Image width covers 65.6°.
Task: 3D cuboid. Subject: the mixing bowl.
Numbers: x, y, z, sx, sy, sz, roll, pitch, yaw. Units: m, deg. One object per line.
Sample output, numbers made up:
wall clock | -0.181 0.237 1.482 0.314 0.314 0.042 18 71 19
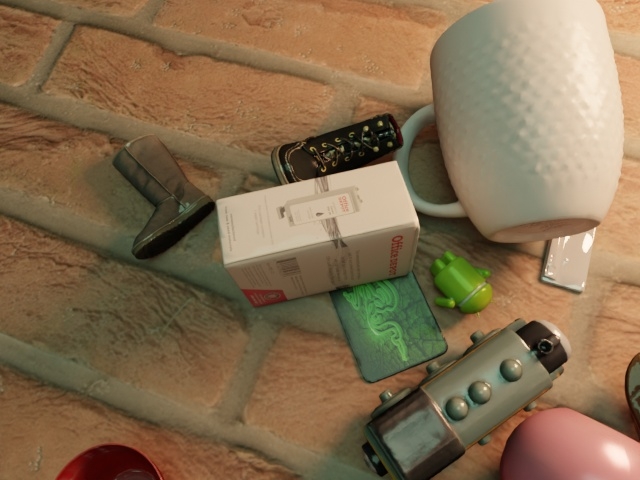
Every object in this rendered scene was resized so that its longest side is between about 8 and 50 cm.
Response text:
mixing bowl | -0.301 0.398 0.742 0.182 0.098 0.181 -1 70 4

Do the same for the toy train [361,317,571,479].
toy train | 0.205 0.229 0.712 0.334 0.190 0.142 -31 71 -6

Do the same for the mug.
mug | 0.293 -0.164 0.829 0.374 0.276 0.328 -12 75 33

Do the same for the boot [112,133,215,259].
boot | -0.326 -0.088 0.932 0.208 0.076 0.190 44 65 10

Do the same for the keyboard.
keyboard | 0.453 -0.036 0.883 0.072 0.014 0.256 18 73 6

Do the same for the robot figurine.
robot figurine | 0.237 0.074 0.831 0.101 0.067 0.115 -35 71 -21

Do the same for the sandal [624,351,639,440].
sandal | 0.514 0.272 0.746 0.090 0.060 0.219 -18 84 5

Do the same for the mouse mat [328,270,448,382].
mouse mat | 0.113 0.130 0.854 0.153 0.007 0.189 -22 69 -3

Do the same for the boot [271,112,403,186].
boot | 0.033 -0.152 0.823 0.179 0.236 0.085 -20 96 22

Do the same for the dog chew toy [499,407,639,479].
dog chew toy | 0.306 0.396 0.648 0.207 0.206 0.331 27 83 13

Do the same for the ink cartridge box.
ink cartridge box | 0.000 0.000 0.801 0.283 0.207 0.117 -12 64 0
